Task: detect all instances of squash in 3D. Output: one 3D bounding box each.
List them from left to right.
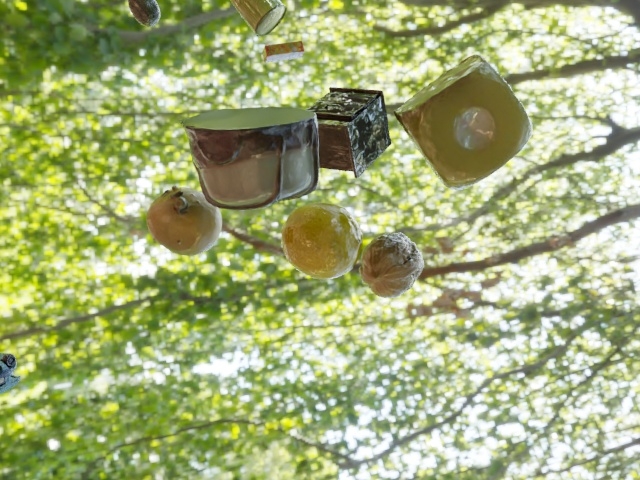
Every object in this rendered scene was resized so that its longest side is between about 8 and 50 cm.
[{"bbox_3d":[-0.174,-0.564,1.798,0.224,0.094,0.094,50,-38,13],"label":"squash"}]

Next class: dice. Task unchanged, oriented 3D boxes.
[{"bbox_3d":[0.326,-0.271,1.837,0.226,0.238,0.233,52,9,-14],"label":"dice"}]

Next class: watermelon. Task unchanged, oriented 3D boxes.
[{"bbox_3d":[-0.491,-0.648,2.229,0.110,0.078,0.078,59,-26,-10],"label":"watermelon"}]

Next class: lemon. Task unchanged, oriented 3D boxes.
[{"bbox_3d":[0.000,0.000,1.832,0.203,0.178,0.178,7,-77,31],"label":"lemon"}]

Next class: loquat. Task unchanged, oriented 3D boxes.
[{"bbox_3d":[-0.312,-0.049,1.835,0.204,0.172,0.149,94,15,-65],"label":"loquat"}]

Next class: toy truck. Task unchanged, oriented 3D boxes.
[{"bbox_3d":[-0.633,0.262,1.506,0.063,0.136,0.074,8,-68,31],"label":"toy truck"}]

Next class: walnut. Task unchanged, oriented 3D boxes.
[{"bbox_3d":[0.172,0.062,1.982,0.155,0.184,0.155,13,-63,27],"label":"walnut"}]

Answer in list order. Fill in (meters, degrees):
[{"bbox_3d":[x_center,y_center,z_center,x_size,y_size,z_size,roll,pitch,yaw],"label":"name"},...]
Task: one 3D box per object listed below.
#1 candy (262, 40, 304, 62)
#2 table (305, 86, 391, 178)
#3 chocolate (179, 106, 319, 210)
[{"bbox_3d":[-0.116,-0.586,2.487,0.062,0.122,0.038,144,-66,-76],"label":"candy"},{"bbox_3d":[0.060,-0.290,2.116,0.169,0.193,0.172,10,-51,33],"label":"table"},{"bbox_3d":[-0.137,-0.159,1.609,0.283,0.284,0.186,29,-56,57],"label":"chocolate"}]
